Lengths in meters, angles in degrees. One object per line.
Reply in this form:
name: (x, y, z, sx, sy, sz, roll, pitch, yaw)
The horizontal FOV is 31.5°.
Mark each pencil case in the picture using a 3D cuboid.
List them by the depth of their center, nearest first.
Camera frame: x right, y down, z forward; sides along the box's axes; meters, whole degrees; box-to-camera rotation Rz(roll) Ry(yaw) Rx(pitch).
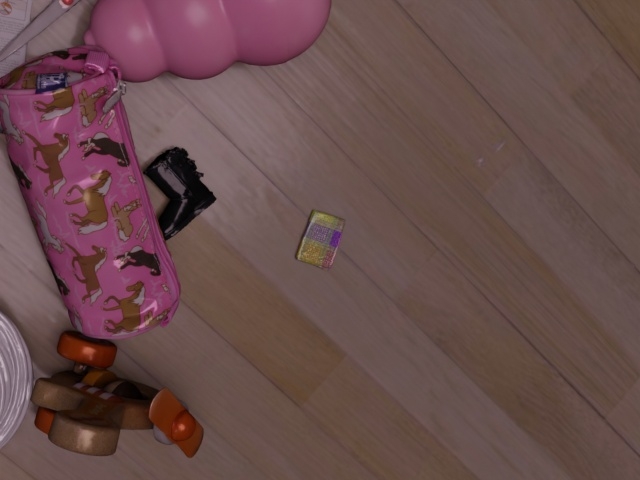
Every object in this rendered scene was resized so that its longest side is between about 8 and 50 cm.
pencil case: (-0.303, -0.057, 1.512, 0.160, 0.167, 0.386, -28, 118, -30)

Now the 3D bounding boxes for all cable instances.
cable: (-0.521, 0.192, 1.542, 0.257, 0.089, 0.257, -32, 105, -13)

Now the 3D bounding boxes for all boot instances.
boot: (-0.217, -0.067, 1.629, 0.121, 0.045, 0.099, -42, 110, -16)

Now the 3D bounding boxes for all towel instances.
towel: (0.000, 0.000, 1.728, 0.060, 0.009, 0.083, 18, 91, -19)

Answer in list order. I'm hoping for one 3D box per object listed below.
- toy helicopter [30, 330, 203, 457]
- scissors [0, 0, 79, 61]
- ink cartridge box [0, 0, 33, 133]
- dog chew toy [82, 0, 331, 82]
toy helicopter: (-0.269, 0.232, 1.489, 0.234, 0.355, 0.140, 18, 92, -2)
scissors: (-0.324, -0.333, 1.545, 0.109, 0.021, 0.297, 34, 76, -20)
ink cartridge box: (-0.486, -0.271, 1.518, 0.189, 0.066, 0.232, 8, 77, -19)
dog chew toy: (-0.158, -0.313, 1.540, 0.331, 0.206, 0.207, -20, 103, -6)
